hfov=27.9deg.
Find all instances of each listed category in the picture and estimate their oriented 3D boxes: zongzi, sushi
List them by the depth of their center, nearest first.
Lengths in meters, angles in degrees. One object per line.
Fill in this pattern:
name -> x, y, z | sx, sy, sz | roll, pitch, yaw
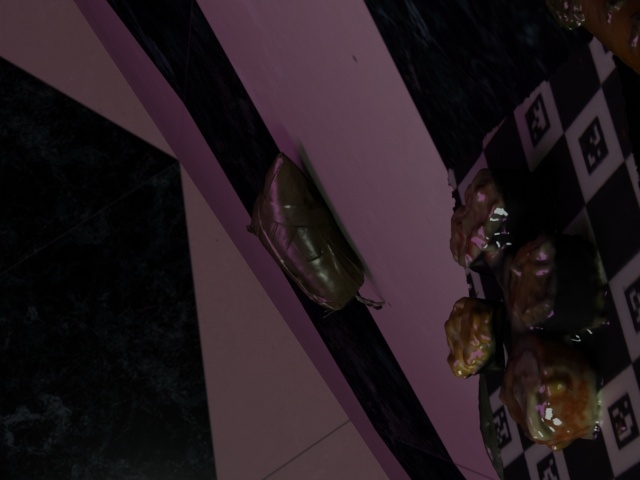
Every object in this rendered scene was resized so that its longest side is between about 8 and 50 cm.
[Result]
sushi -> 0.095, 0.030, 0.622 | 0.193, 0.040, 0.210 | 132, 133, -65
zongzi -> 0.000, 0.000, 1.443 | 0.189, 0.081, 0.178 | 49, 161, 10

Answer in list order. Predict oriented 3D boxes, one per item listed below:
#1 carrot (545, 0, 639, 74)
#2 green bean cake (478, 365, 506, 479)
carrot -> 0.108, -0.106, 0.515 | 0.049, 0.049, 0.254 | 63, 174, -37
green bean cake -> 0.189, 0.142, 0.722 | 0.227, 0.125, 0.222 | 61, 171, 2
